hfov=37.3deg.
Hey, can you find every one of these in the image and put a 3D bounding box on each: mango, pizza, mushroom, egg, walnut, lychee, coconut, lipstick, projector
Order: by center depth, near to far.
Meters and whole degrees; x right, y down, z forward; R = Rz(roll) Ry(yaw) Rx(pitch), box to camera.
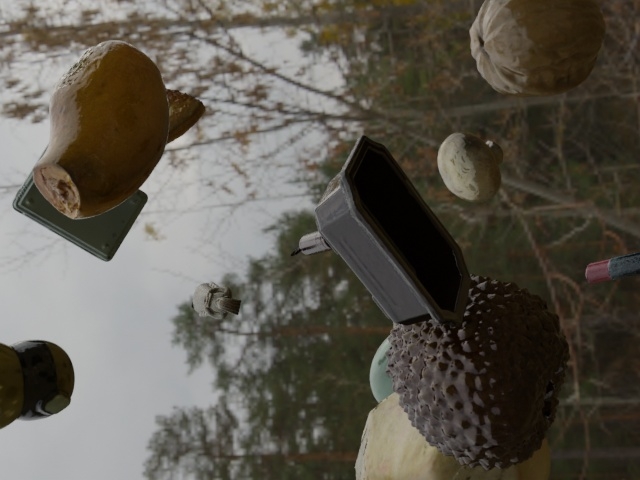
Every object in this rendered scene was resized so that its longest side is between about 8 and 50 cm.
[{"bbox_3d":[0.494,0.026,1.343,0.053,0.234,0.053,45,-143,-47],"label":"lipstick"},{"bbox_3d":[0.215,0.180,1.349,0.267,0.268,0.267,-5,-90,-76],"label":"lychee"},{"bbox_3d":[-0.330,-0.175,1.471,0.144,0.187,0.359,127,152,-46],"label":"mango"},{"bbox_3d":[0.351,-0.322,1.519,0.213,0.213,0.213,-5,-90,-76],"label":"walnut"},{"bbox_3d":[0.235,0.384,1.637,0.352,0.353,0.352,-5,-90,-76],"label":"coconut"},{"bbox_3d":[-0.401,-0.262,2.005,0.228,0.290,0.081,57,165,29],"label":"pizza"},{"bbox_3d":[0.205,0.269,2.061,0.231,0.168,0.168,-51,-24,-6],"label":"egg"},{"bbox_3d":[0.334,-0.163,2.092,0.166,0.127,0.166,56,162,29],"label":"mushroom"},{"bbox_3d":[-0.547,-0.092,2.170,0.192,0.257,0.099,-60,18,-9],"label":"projector"}]

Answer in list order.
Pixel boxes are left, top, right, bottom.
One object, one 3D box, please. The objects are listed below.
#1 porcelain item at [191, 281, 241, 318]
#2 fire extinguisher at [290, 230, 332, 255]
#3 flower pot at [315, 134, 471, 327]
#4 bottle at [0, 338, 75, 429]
[{"bbox_3d":[-0.236,0.140,2.146,0.213,0.054,0.084,4,83,67],"label":"porcelain item"},{"bbox_3d":[0.000,0.000,1.859,0.045,0.078,0.157,57,157,-7],"label":"fire extinguisher"},{"bbox_3d":[0.085,0.003,1.209,0.251,0.084,0.179,52,-151,-16],"label":"flower pot"},{"bbox_3d":[-0.585,0.245,1.587,0.351,0.171,0.171,-4,-91,-37],"label":"bottle"}]
